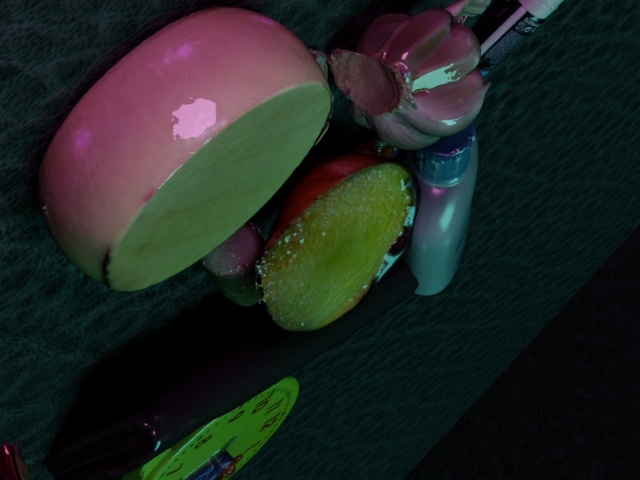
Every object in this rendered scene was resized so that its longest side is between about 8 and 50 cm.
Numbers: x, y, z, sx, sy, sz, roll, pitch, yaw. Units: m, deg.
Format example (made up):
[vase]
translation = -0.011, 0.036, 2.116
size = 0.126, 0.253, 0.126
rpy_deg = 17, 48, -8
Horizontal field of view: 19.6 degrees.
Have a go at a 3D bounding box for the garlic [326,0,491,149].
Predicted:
[garlic]
translation = 0.096, -0.164, 1.708
size = 0.131, 0.127, 0.194
rpy_deg = -4, -148, 36

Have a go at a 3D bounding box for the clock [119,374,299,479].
[clock]
translation = -0.136, 0.266, 2.300
size = 0.293, 0.071, 0.277
rpy_deg = -34, 162, -32

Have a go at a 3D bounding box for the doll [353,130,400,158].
[doll]
translation = 0.036, -0.036, 1.952
size = 0.102, 0.075, 0.227
rpy_deg = -38, 154, -56

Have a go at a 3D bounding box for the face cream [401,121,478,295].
[face cream]
translation = 0.127, -0.059, 2.008
size = 0.336, 0.080, 0.163
rpy_deg = 87, 13, -71

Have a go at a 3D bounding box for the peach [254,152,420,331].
[peach]
translation = -0.002, -0.002, 1.807
size = 0.279, 0.068, 0.189
rpy_deg = -9, 120, -56

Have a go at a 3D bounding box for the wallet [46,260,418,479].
[wallet]
translation = -0.091, 0.144, 2.007
size = 0.406, 0.062, 0.228
rpy_deg = -29, 180, -38

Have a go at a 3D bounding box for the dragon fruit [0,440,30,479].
[dragon fruit]
translation = -0.333, 0.173, 1.197
size = 0.305, 0.305, 0.226
rpy_deg = -32, 140, -36

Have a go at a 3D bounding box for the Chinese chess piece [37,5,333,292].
[Chinese chess piece]
translation = -0.106, -0.071, 1.455
size = 0.251, 0.097, 0.251
rpy_deg = -39, 165, -13

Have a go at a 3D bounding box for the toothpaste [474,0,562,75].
[toothpaste]
translation = 0.176, -0.204, 1.921
size = 0.071, 0.045, 0.193
rpy_deg = -7, 147, -52

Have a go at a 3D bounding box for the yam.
[yam]
translation = -0.080, 0.015, 1.798
size = 0.070, 0.070, 0.146
rpy_deg = -43, 163, -4

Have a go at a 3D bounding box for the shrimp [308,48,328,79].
[shrimp]
translation = -0.051, -0.113, 1.615
size = 0.161, 0.034, 0.091
rpy_deg = -44, 154, -24
